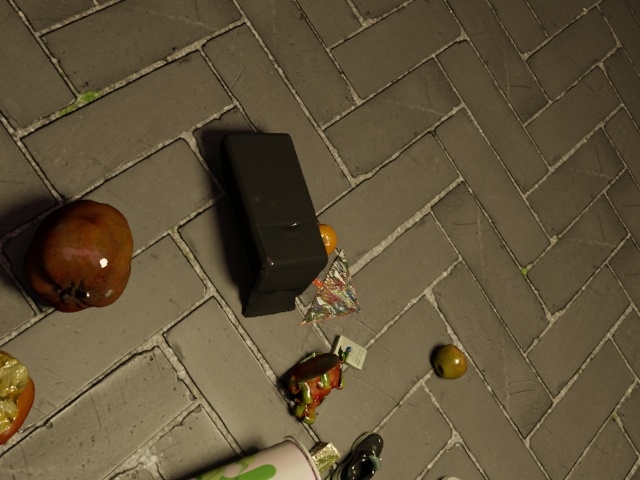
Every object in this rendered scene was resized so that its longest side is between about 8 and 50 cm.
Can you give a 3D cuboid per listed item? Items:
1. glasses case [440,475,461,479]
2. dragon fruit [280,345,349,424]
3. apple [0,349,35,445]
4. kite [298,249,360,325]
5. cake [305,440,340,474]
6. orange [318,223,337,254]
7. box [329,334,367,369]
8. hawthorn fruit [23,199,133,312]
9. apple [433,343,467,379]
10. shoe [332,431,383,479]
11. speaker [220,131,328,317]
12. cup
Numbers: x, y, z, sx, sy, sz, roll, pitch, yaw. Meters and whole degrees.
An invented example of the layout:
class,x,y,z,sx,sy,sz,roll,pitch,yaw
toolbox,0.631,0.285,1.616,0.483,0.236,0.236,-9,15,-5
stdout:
class,x,y,z,sx,sy,sz,roll,pitch,yaw
glasses case,0.288,0.679,1.872,0.092,0.059,0.233,43,60,-16
dragon fruit,-0.016,0.321,1.761,0.142,0.138,0.175,9,103,9
apple,-0.592,0.283,1.393,0.156,0.147,0.158,36,44,19
kite,0.025,0.129,1.892,0.189,0.009,0.232,37,61,-19
cake,-0.023,0.507,1.751,0.140,0.055,0.051,-37,99,-16
orange,0.000,0.001,1.871,0.083,0.083,0.084,9,72,-29
box,0.067,0.269,1.872,0.083,0.024,0.054,33,64,-21
hawthorn fruit,-0.468,0.012,1.525,0.208,0.208,0.248,17,44,-27
apple,0.330,0.308,1.983,0.074,0.089,0.090,-25,91,-21
shoe,0.105,0.507,1.784,0.071,0.099,0.169,50,57,-7
speaker,-0.128,-0.041,1.783,0.180,0.184,0.388,-5,69,-34
cup,-0.147,0.543,1.550,0.274,0.253,0.253,-10,82,-24
